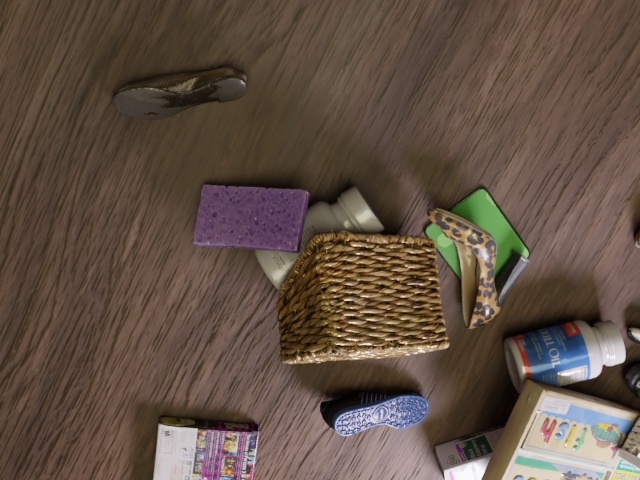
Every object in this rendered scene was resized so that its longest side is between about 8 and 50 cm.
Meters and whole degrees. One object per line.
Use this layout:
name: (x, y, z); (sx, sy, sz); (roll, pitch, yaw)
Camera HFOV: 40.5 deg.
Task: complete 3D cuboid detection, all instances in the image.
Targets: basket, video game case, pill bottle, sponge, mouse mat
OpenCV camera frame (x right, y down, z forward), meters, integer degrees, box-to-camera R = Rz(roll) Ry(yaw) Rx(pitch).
basket: (0.724, 0.445, 1.807); (0.167, 0.113, 0.103); (24, 92, -34)
video game case: (-0.247, 0.488, 1.829); (0.210, 0.042, 0.232); (6, 107, -7)
basket: (0.065, 0.113, 1.643); (0.299, 0.213, 0.223); (1, 77, -35)
pill bottle: (0.499, 0.232, 1.778); (0.222, 0.124, 0.124); (-15, 108, -2)
pill bottle: (0.000, 0.000, 1.654); (0.229, 0.131, 0.131); (-34, 107, 6)
sponge: (-0.130, -0.042, 1.617); (0.210, 0.031, 0.117); (4, 78, 17)
mouse mat: (0.317, 0.004, 1.751); (0.153, 0.007, 0.189); (-36, 108, 6)

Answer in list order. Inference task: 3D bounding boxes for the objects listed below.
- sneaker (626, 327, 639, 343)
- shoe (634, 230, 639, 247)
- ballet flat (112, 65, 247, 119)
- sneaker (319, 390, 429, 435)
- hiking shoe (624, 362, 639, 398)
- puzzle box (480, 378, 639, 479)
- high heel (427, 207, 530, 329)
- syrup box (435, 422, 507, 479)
sneaker: (0.723, 0.195, 1.830); (0.161, 0.057, 0.075); (18, 88, -9)
shoe: (0.721, -0.059, 1.749); (0.219, 0.058, 0.076); (-40, 86, 3)
ballet flat: (-0.256, -0.278, 1.588); (0.250, 0.058, 0.084); (-11, 143, 3)
sneaker: (0.111, 0.346, 1.806); (0.232, 0.090, 0.081); (-2, 107, -27)
hiking shoe: (0.748, 0.342, 1.839); (0.227, 0.114, 0.086); (34, 99, -15)
puzzle box: (0.521, 0.452, 1.794); (0.409, 0.052, 0.272); (18, 98, -33)
high heel: (0.274, 0.059, 1.708); (0.261, 0.093, 0.186); (31, 96, -23)
syrup box: (0.374, 0.466, 1.854); (0.237, 0.093, 0.096); (-17, 109, 0)
